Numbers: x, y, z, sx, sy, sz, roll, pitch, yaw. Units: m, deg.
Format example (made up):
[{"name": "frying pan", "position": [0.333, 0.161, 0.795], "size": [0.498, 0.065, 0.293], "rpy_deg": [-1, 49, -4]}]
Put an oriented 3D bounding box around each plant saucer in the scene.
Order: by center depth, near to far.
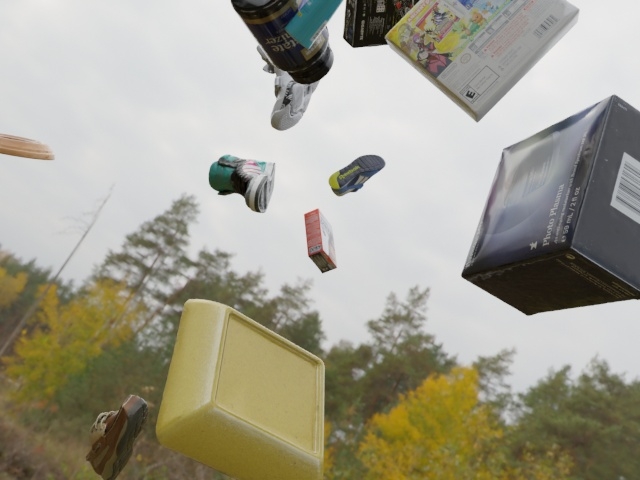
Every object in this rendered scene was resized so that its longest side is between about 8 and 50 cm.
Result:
[{"name": "plant saucer", "position": [-0.108, 0.271, 1.309], "size": [0.332, 0.333, 0.081], "rpy_deg": [34, -59, -23]}, {"name": "plant saucer", "position": [-0.736, -0.230, 1.742], "size": [0.200, 0.037, 0.200], "rpy_deg": [13, 7, -2]}]

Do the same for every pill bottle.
[{"name": "pill bottle", "position": [-0.058, -0.378, 1.291], "size": [0.122, 0.123, 0.219], "rpy_deg": [18, -16, 31]}]

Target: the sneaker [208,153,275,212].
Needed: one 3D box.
[{"name": "sneaker", "position": [-0.226, -0.162, 2.023], "size": [0.178, 0.124, 0.295], "rpy_deg": [6, 20, 1]}]

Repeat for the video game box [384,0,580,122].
[{"name": "video game box", "position": [0.230, -0.304, 1.053], "size": [0.187, 0.205, 0.048], "rpy_deg": [46, 3, 16]}]

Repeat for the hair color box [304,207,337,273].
[{"name": "hair color box", "position": [0.000, 0.000, 2.095], "size": [0.053, 0.167, 0.093], "rpy_deg": [-21, -44, 17]}]

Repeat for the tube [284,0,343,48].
[{"name": "tube", "position": [0.026, -0.405, 1.173], "size": [0.052, 0.207, 0.080], "rpy_deg": [34, 16, -26]}]

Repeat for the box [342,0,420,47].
[{"name": "box", "position": [0.201, -0.696, 1.987], "size": [0.079, 0.257, 0.322], "rpy_deg": [-123, -152, -46]}]

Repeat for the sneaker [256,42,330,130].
[{"name": "sneaker", "position": [-0.126, -0.530, 2.389], "size": [0.210, 0.366, 0.137], "rpy_deg": [20, -20, 16]}]

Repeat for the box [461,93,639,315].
[{"name": "box", "position": [0.430, -0.046, 1.272], "size": [0.182, 0.296, 0.294], "rpy_deg": [29, -22, -15]}]

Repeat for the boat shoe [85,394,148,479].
[{"name": "boat shoe", "position": [-0.546, 0.510, 1.897], "size": [0.120, 0.122, 0.324], "rpy_deg": [32, -55, 5]}]

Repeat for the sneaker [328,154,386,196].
[{"name": "sneaker", "position": [0.084, -0.149, 1.675], "size": [0.053, 0.144, 0.059], "rpy_deg": [57, -10, 32]}]
